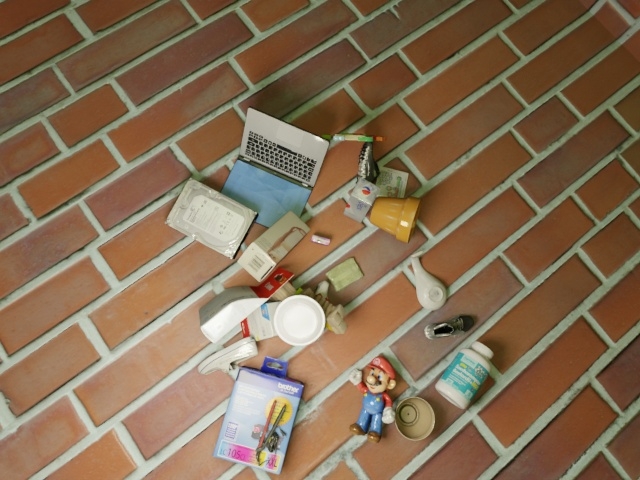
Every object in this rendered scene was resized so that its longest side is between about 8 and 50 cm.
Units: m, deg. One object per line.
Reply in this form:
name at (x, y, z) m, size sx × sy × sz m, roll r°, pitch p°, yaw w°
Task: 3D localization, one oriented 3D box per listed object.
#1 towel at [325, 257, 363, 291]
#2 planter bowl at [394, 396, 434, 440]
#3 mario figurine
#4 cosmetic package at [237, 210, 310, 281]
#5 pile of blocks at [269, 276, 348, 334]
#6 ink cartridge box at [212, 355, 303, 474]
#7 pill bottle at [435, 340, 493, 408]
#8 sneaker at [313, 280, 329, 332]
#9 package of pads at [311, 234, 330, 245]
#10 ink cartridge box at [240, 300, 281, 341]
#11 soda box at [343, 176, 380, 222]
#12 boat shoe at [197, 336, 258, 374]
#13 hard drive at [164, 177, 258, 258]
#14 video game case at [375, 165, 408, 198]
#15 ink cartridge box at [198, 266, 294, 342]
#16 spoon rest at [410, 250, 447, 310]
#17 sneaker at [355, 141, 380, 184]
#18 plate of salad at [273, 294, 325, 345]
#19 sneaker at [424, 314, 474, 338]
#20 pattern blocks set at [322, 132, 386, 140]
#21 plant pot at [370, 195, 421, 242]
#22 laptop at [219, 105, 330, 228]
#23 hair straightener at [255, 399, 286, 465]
towel at (0.106, 0.151, 1.870) m, size 0.148 × 0.027 × 0.110 m, roll -30°, pitch 80°, yaw -11°
planter bowl at (0.370, 0.717, 1.717) m, size 0.162 × 0.109 × 0.162 m, roll 1°, pitch 77°, yaw -4°
mario figurine at (0.202, 0.629, 1.696) m, size 0.198 × 0.170 × 0.320 m, roll 14°, pitch 78°, yaw 1°
cosmetic package at (-0.186, 0.018, 1.737) m, size 0.129 × 0.153 × 0.296 m, roll 43°, pitch 41°, yaw -1°
pile of blocks at (-0.047, 0.263, 1.723) m, size 0.362 × 0.149 × 0.112 m, roll 29°, pitch 44°, yaw 9°
ink cartridge box at (-0.228, 0.665, 1.664) m, size 0.270 × 0.151 × 0.395 m, roll 15°, pitch 75°, yaw -1°
pill bottle at (0.610, 0.553, 1.756) m, size 0.146 × 0.146 × 0.264 m, roll 39°, pitch 77°, yaw 5°
sneaker at (0.007, 0.290, 1.808) m, size 0.115 × 0.090 × 0.232 m, roll 18°, pitch 85°, yaw -7°
package of pads at (0.000, 0.000, 1.884) m, size 0.083 × 0.050 × 0.032 m, roll 14°, pitch 82°, yaw -1°
ink cartridge box at (-0.240, 0.340, 1.733) m, size 0.078 × 0.231 × 0.134 m, roll -3°, pitch 75°, yaw -41°
soda box at (0.173, -0.167, 1.815) m, size 0.098 × 0.286 × 0.091 m, roll 28°, pitch 78°, yaw 3°
boat shoe at (-0.370, 0.486, 1.695) m, size 0.268 × 0.096 × 0.088 m, roll -28°, pitch 67°, yaw 1°
hard drive at (-0.475, -0.096, 1.844) m, size 0.339 × 0.064 × 0.236 m, roll 28°, pitch 85°, yaw 3°
video game case at (0.332, -0.263, 1.988) m, size 0.143 × 0.019 × 0.157 m, roll 14°, pitch 77°, yaw -1°
ink cartridge box at (-0.305, 0.215, 1.674) m, size 0.385 × 0.308 × 0.091 m, roll -41°, pitch 102°, yaw -12°
spoon rest at (0.473, 0.179, 1.877) m, size 0.137 × 0.084 × 0.276 m, roll -23°, pitch 93°, yaw -8°
sneaker at (0.229, -0.341, 1.944) m, size 0.106 × 0.078 × 0.234 m, roll 2°, pitch 105°, yaw -15°
plate of salad at (-0.081, 0.309, 1.630) m, size 0.200 × 0.048 × 0.199 m, roll 0°, pitch 93°, yaw 0°
sneaker at (0.571, 0.375, 1.801) m, size 0.229 × 0.132 × 0.086 m, roll -15°, pitch 79°, yaw -8°
pattern blocks set at (0.148, -0.463, 1.877) m, size 0.286 × 0.325 × 0.026 m, roll 0°, pitch 106°, yaw -5°
plant pot at (0.329, -0.111, 1.874) m, size 0.188 × 0.205 × 0.205 m, roll 17°, pitch 76°, yaw 15°
laptop at (-0.218, -0.295, 1.847) m, size 0.382 × 0.408 × 0.236 m, roll 23°, pitch 43°, yaw 0°
hair straightener at (-0.173, 0.718, 1.555) m, size 0.089 × 0.047 × 0.230 m, roll 21°, pitch 77°, yaw 0°
